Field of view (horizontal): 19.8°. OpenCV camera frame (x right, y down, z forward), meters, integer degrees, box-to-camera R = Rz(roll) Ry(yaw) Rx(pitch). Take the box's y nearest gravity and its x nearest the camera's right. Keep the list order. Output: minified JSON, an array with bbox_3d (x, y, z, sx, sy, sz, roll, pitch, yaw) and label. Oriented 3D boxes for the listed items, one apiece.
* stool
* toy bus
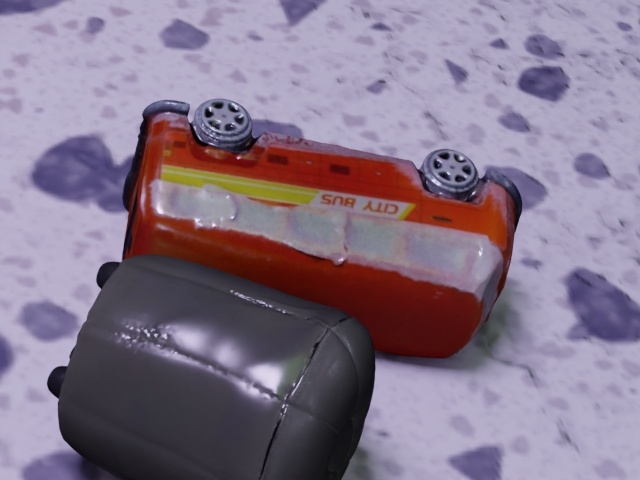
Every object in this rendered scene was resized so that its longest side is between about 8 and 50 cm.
[{"bbox_3d":[-0.040,0.058,0.694,0.110,0.096,0.096,22,39,12],"label":"stool"},{"bbox_3d":[0.000,0.000,0.792,0.174,0.079,0.077,12,48,-7],"label":"toy bus"}]
